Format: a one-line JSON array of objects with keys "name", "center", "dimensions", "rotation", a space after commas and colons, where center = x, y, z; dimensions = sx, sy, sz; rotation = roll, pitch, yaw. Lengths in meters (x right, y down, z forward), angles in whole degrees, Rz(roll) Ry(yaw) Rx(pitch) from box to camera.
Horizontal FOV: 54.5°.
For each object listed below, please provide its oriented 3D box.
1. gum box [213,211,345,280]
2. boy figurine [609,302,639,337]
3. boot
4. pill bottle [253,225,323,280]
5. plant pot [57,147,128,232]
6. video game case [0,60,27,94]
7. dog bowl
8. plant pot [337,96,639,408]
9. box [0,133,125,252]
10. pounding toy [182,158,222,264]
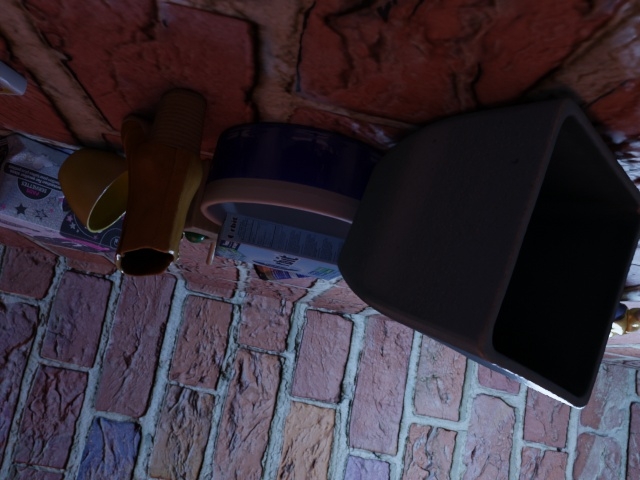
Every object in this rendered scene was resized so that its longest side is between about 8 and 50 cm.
[{"name": "gum box", "center": [-0.054, 0.013, 0.888], "dimensions": [0.185, 0.041, 0.157], "rotation": [14, 168, -11]}, {"name": "boy figurine", "center": [0.624, 0.154, 1.348], "dimensions": [0.177, 0.092, 0.285], "rotation": [1, 166, 37]}, {"name": "boot", "center": [-0.225, -0.057, 0.806], "dimensions": [0.104, 0.211, 0.295], "rotation": [16, 167, -23]}, {"name": "pill bottle", "center": [0.000, 0.000, 1.049], "dimensions": [0.219, 0.122, 0.123], "rotation": [-5, 165, 10]}, {"name": "plant pot", "center": [-0.364, -0.094, 1.004], "dimensions": [0.095, 0.134, 0.134], "rotation": [37, 169, 3]}, {"name": "video game case", "center": [-0.493, -0.226, 0.701], "dimensions": [0.227, 0.026, 0.206], "rotation": [6, 167, 15]}, {"name": "dog bowl", "center": [-0.026, -0.062, 0.866], "dimensions": [0.265, 0.104, 0.265], "rotation": [10, 169, 2]}, {"name": "plant pot", "center": [0.170, 0.009, 0.698], "dimensions": [0.252, 0.247, 0.247], "rotation": [12, 167, 47]}, {"name": "box", "center": [-0.477, -0.072, 1.121], "dimensions": [0.163, 0.142, 0.247], "rotation": [0, 164, 43]}, {"name": "pounding toy", "center": [-0.183, -0.041, 1.013], "dimensions": [0.100, 0.141, 0.130], "rotation": [18, 166, -33]}]
